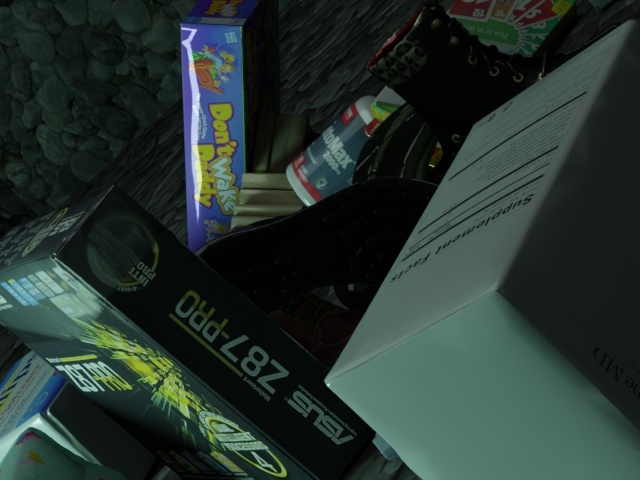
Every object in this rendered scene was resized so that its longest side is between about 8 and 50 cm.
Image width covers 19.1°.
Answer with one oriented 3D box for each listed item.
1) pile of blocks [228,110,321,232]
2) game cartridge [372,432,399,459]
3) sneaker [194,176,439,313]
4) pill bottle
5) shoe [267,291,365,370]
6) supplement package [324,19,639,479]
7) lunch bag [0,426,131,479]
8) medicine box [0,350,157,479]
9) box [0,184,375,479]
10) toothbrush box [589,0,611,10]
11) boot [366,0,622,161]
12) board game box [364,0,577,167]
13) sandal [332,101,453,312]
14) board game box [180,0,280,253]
[{"bbox_3d":[-0.039,-0.012,2.299,0.113,0.149,0.362,2,41,11],"label":"pile of blocks"},{"bbox_3d":[0.079,0.145,1.568,0.083,0.017,0.056,-46,9,0],"label":"game cartridge"},{"bbox_3d":[0.000,0.000,1.846,0.283,0.107,0.124,-13,7,-9],"label":"sneaker"},{"bbox_3d":[0.058,-0.104,2.200,0.180,0.108,0.108,-43,13,14],"label":"pill bottle"},{"bbox_3d":[-0.004,0.085,1.870,0.063,0.081,0.178,-51,14,-22],"label":"shoe"},{"bbox_3d":[0.167,0.028,1.271,0.175,0.177,0.293,-33,19,44],"label":"supplement package"},{"bbox_3d":[-0.312,0.351,1.879,0.262,0.160,0.223,-54,13,18],"label":"lunch bag"},{"bbox_3d":[-0.295,0.220,2.240,0.289,0.149,0.263,-34,17,40],"label":"medicine box"},{"bbox_3d":[-0.152,0.100,1.766,0.097,0.318,0.395,-51,14,-19],"label":"box"},{"bbox_3d":[0.369,-0.414,2.130,0.206,0.122,0.283,-38,16,34],"label":"toothbrush box"},{"bbox_3d":[0.177,-0.175,1.871,0.236,0.178,0.085,-39,14,32],"label":"boot"},{"bbox_3d":[0.167,-0.194,2.128,0.259,0.124,0.039,-53,-28,-20],"label":"board game box"},{"bbox_3d":[0.091,-0.044,1.985,0.120,0.086,0.302,-22,41,50],"label":"sandal"},{"bbox_3d":[-0.110,-0.146,2.423,0.078,0.347,0.233,4,26,9],"label":"board game box"}]
